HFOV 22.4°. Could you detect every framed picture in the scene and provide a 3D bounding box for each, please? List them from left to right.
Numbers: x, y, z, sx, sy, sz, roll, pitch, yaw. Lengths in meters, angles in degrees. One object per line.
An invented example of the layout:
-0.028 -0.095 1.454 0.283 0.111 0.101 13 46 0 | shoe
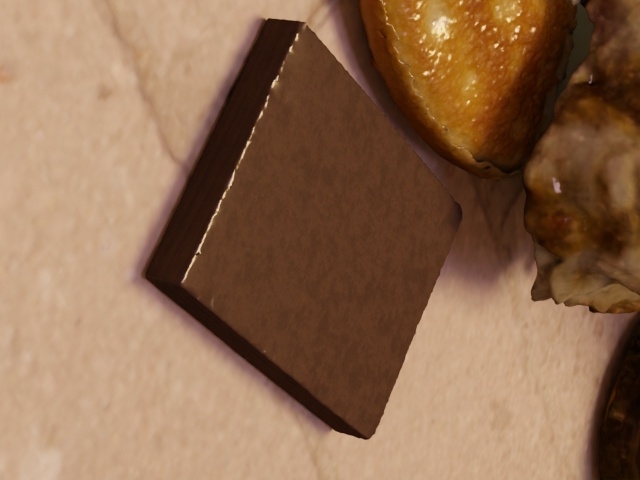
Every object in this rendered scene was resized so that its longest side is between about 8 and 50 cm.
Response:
0.000 0.000 0.726 0.168 0.023 0.128 44 63 -49 | framed picture

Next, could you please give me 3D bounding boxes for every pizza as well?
0.083 -0.132 0.767 0.184 0.036 0.176 39 79 -46 | pizza

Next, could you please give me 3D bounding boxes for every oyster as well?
0.235 -0.035 0.872 0.337 0.133 0.198 4 124 -47 | oyster

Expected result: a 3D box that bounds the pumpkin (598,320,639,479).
0.300 0.167 1.080 0.222 0.139 0.317 -44 129 -32 | pumpkin

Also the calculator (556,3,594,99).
0.196 -0.127 0.937 0.295 0.042 0.184 0 99 -52 | calculator
